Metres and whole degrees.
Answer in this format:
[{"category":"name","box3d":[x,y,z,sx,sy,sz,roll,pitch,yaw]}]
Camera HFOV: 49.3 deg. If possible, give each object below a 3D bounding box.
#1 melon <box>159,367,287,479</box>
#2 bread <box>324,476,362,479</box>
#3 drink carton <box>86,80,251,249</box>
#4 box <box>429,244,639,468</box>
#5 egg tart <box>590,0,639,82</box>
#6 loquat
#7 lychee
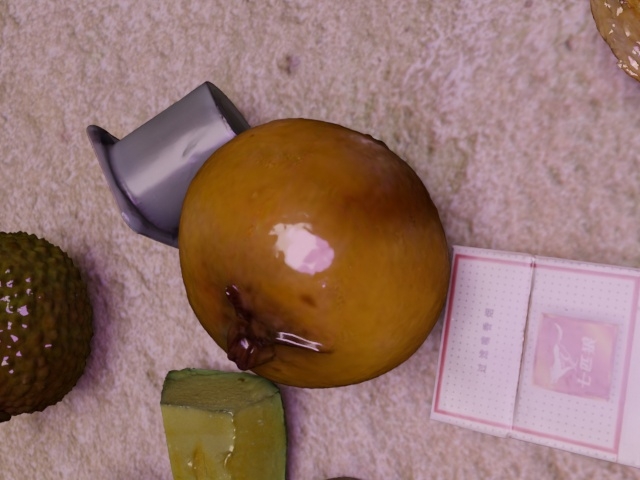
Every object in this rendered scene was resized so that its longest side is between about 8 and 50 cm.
[{"category":"melon","box3d":[-0.141,0.348,0.961,0.196,0.124,0.324,1,93,31]},{"category":"bread","box3d":[0.014,0.380,0.868,0.134,0.141,0.148,-47,68,16]},{"category":"drink carton","box3d":[-0.192,-0.120,1.009,0.189,0.191,0.185,-36,68,8]},{"category":"box","box3d":[0.302,0.130,0.783,0.330,0.095,0.210,8,88,28]},{"category":"egg tart","box3d":[0.428,-0.285,0.761,0.290,0.107,0.291,-2,86,21]},{"category":"loquat","box3d":[0.000,0.000,0.838,0.328,0.329,0.359,15,47,26]},{"category":"lychee","box3d":[-0.487,0.146,1.072,0.270,0.270,0.320,33,120,25]}]
